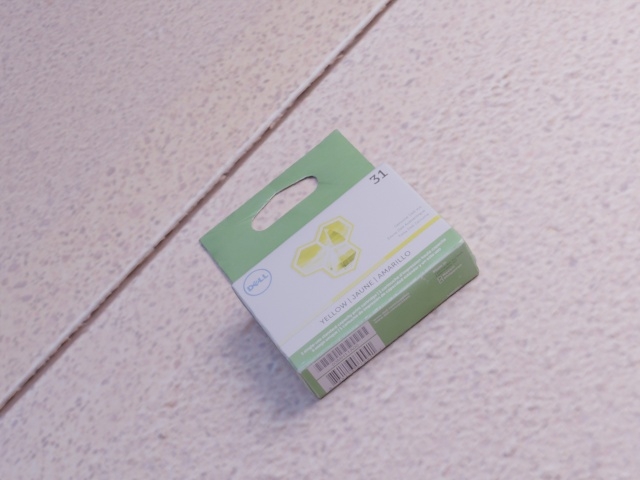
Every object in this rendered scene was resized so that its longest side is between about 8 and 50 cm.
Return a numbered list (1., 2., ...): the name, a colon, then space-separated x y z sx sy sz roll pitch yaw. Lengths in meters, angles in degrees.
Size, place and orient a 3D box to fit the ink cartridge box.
1. ink cartridge box: 0.000 0.000 1.157 0.171 0.056 0.235 -38 49 -3
